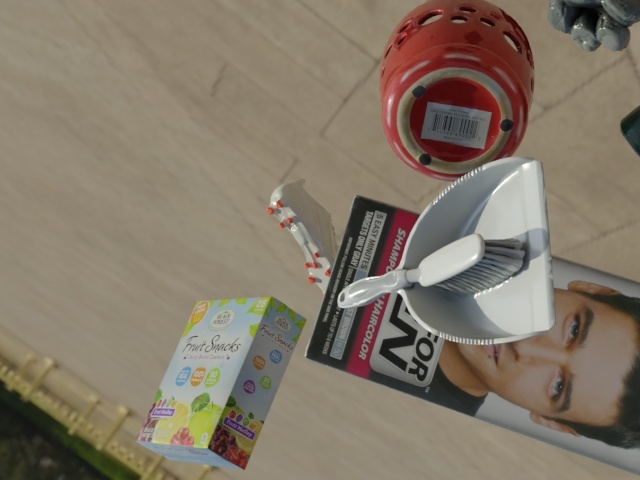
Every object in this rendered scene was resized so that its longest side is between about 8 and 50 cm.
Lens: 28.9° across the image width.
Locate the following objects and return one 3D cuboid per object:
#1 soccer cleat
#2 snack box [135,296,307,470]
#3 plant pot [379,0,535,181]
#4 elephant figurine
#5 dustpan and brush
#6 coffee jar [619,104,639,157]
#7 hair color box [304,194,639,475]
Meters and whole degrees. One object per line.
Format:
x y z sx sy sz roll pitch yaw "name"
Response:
0.000 0.000 1.794 0.068 0.076 0.196 -22 102 55 "soccer cleat"
-0.127 0.176 1.563 0.070 0.207 0.174 37 154 -30 "snack box"
0.162 -0.178 1.475 0.191 0.191 0.174 39 -156 -12 "plant pot"
0.441 -0.400 1.823 0.169 0.239 0.186 33 150 17 "elephant figurine"
0.092 0.026 1.005 0.060 0.147 0.211 11 157 -30 "dustpan and brush"
0.439 -0.158 1.414 0.096 0.184 0.079 54 -149 15 "coffee jar"
0.193 0.095 1.311 0.374 0.185 0.113 18 -178 14 "hair color box"
